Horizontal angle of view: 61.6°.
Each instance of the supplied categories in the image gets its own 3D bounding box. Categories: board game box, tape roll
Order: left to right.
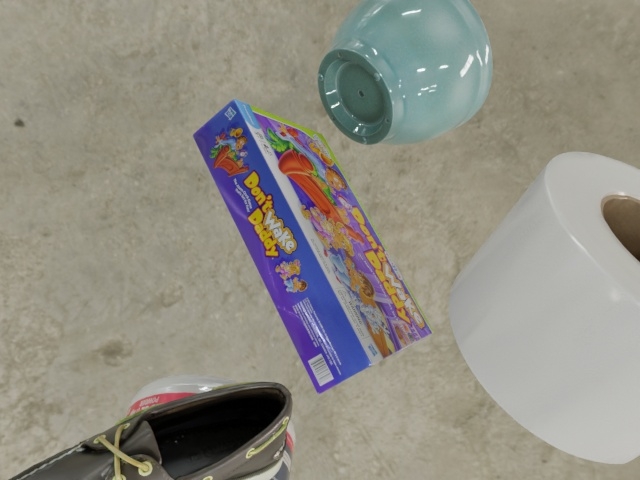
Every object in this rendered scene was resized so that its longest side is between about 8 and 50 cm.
[{"bbox_3d":[0.000,0.000,0.708,0.078,0.233,0.347,-34,75,23],"label":"board game box"},{"bbox_3d":[0.270,0.057,0.510,0.245,0.169,0.246,15,43,-14],"label":"tape roll"}]

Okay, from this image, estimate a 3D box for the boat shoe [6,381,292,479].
[{"bbox_3d":[-0.120,0.153,0.376,0.227,0.069,0.081,-7,36,-39],"label":"boat shoe"}]

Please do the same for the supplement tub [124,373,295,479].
[{"bbox_3d":[-0.134,0.290,0.521,0.190,0.191,0.272,9,44,0],"label":"supplement tub"}]

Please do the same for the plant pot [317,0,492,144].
[{"bbox_3d":[0.120,-0.287,0.946,0.196,0.293,0.293,-38,77,-28],"label":"plant pot"}]
